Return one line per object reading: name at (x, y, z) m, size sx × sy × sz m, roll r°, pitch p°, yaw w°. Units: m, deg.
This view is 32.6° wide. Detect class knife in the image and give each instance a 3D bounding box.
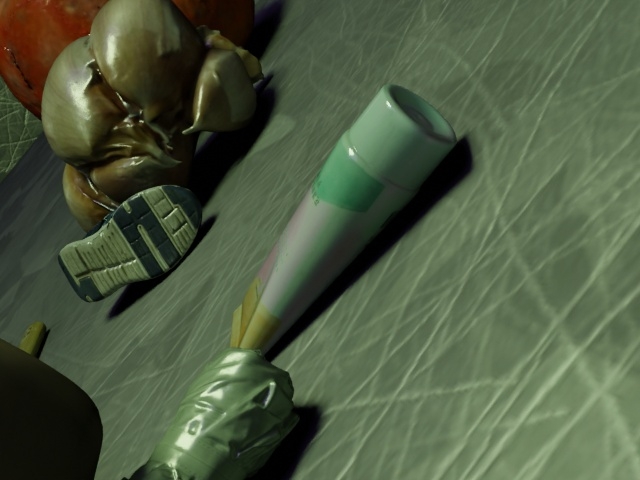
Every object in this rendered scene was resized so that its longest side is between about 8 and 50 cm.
knife at (-0.265, 0.148, 0.918) m, size 0.047 × 0.017 × 0.298 m, roll -37°, pitch 22°, yaw 18°

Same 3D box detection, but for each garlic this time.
garlic at (-0.165, -0.108, 0.944) m, size 0.214 × 0.160 × 0.191 m, roll -38°, pitch 8°, yaw 22°

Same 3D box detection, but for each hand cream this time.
hand cream at (0.000, 0.000, 0.567) m, size 0.174 × 0.047 × 0.076 m, roll -51°, pitch 18°, yaw 25°

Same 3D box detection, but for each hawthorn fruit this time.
hawthorn fruit at (-0.236, -0.230, 1.134) m, size 0.276 × 0.307 × 0.276 m, roll -43°, pitch 32°, yaw 37°

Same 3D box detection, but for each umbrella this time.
umbrella at (-0.058, 0.112, 0.466) m, size 0.067 × 0.062 × 0.143 m, roll 10°, pitch 56°, yaw 34°

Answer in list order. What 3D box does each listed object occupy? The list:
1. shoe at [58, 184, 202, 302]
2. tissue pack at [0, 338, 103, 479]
shoe at (-0.142, -0.002, 0.866) m, size 0.143 × 0.064 × 0.071 m, roll -30°, pitch 7°, yaw 34°
tissue pack at (-0.280, 0.156, 0.527) m, size 0.277 × 0.267 × 0.387 m, roll -62°, pitch 16°, yaw -21°
